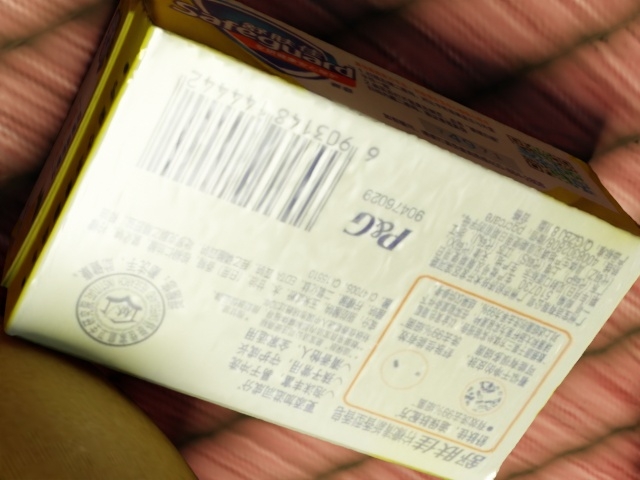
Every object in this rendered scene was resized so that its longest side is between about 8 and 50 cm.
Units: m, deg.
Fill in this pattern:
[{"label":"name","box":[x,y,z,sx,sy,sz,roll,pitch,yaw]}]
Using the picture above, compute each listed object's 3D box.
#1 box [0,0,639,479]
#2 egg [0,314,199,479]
[{"label":"box","box":[0.000,0.000,0.608,0.265,0.097,0.168,20,115,-20]},{"label":"egg","box":[-0.160,0.175,0.565,0.250,0.322,0.250,-25,154,-13]}]
